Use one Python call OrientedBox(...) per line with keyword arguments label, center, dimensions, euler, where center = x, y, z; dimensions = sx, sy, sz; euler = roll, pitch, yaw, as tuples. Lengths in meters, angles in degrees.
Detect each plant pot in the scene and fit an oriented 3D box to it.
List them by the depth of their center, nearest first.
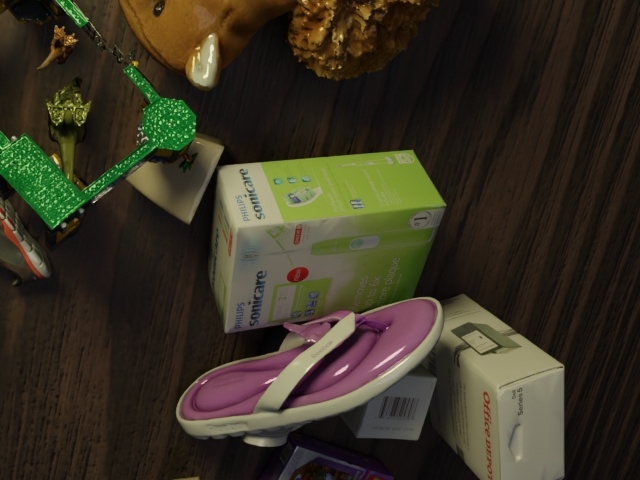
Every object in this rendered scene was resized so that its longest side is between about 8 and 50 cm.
OrientedBox(label="plant pot", center=(-0.192, -0.096, 0.998), dimensions=(0.096, 0.109, 0.109), euler=(23, 98, -13))

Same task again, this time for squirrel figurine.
OrientedBox(label="squirrel figurine", center=(-0.030, -0.324, 0.892), dimensions=(0.397, 0.281, 0.370), euler=(29, 102, -25))

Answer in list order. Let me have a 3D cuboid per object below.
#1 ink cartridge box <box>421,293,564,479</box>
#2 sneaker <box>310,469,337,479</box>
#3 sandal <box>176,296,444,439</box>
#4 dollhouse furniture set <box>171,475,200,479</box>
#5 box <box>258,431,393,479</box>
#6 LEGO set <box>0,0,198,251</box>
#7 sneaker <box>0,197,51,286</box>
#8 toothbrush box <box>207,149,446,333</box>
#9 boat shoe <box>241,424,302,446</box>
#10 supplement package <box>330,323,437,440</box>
OrientedBox(label="ink cartridge box", center=(0.248, 0.231, 1.184), dimensions=(0.115, 0.273, 0.198), euler=(-15, 113, -16))
OrientedBox(label="sneaker", center=(0.063, 0.422, 1.232), dimensions=(0.087, 0.083, 0.221), euler=(-51, 124, -14))
OrientedBox(label="sandal", center=(-0.033, 0.166, 1.044), dimensions=(0.416, 0.169, 0.102), euler=(-25, 118, 16))
OrientedBox(label="dollhouse furniture set", center=(-0.276, 0.547, 1.200), dimensions=(0.303, 0.174, 0.355), euler=(-9, 83, 17))
OrientedBox(label="box", center=(-0.035, 0.474, 1.278), dimensions=(0.201, 0.057, 0.293), euler=(26, 97, -27))
OrientedBox(label="LEGO set", center=(-0.319, -0.147, 0.901), dimensions=(0.331, 0.192, 0.255), euler=(41, 70, -9))
OrientedBox(label="sneaker", center=(-0.406, -0.003, 0.968), dimensions=(0.065, 0.061, 0.158), euler=(-29, 115, -3))
OrientedBox(label="toothbrush box", center=(0.000, 0.000, 1.052), dimensions=(0.283, 0.122, 0.206), euler=(-6, 137, -19))
OrientedBox(label="boat shoe", center=(-0.060, 0.256, 1.143), dimensions=(0.184, 0.066, 0.063), euler=(-3, 101, -65))
OrientedBox(label="supplement package", center=(0.077, 0.210, 1.161), dimensions=(0.105, 0.179, 0.105), euler=(8, 104, -24))
